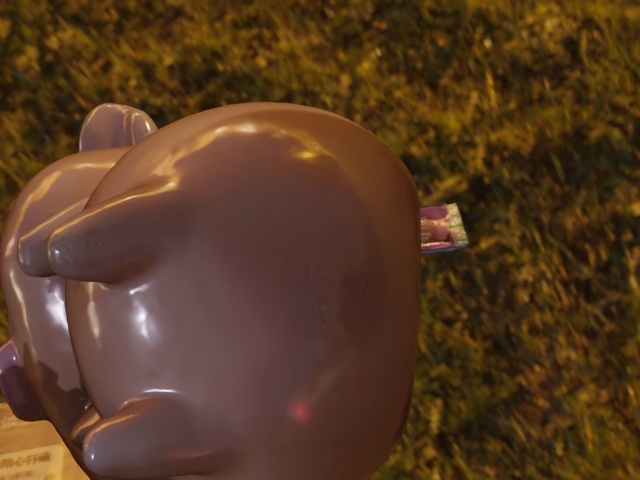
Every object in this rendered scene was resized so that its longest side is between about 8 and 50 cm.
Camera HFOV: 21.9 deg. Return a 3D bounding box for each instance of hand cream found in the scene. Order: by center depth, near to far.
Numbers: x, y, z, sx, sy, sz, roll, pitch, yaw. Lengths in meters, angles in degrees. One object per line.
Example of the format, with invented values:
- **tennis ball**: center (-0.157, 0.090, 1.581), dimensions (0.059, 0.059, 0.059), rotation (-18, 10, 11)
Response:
- **hand cream**: center (0.000, -0.001, 1.578), dimensions (0.275, 0.050, 0.079), rotation (-6, 57, -1)

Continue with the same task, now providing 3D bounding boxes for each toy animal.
- **toy animal**: center (-0.043, 0.022, 0.621), dimensions (0.154, 0.250, 0.166), rotation (-6, 92, -20)

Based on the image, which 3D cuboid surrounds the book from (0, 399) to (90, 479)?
- **book**: center (-0.284, 0.257, 1.089), dimensions (0.300, 0.039, 0.428), rotation (-11, 32, 3)
